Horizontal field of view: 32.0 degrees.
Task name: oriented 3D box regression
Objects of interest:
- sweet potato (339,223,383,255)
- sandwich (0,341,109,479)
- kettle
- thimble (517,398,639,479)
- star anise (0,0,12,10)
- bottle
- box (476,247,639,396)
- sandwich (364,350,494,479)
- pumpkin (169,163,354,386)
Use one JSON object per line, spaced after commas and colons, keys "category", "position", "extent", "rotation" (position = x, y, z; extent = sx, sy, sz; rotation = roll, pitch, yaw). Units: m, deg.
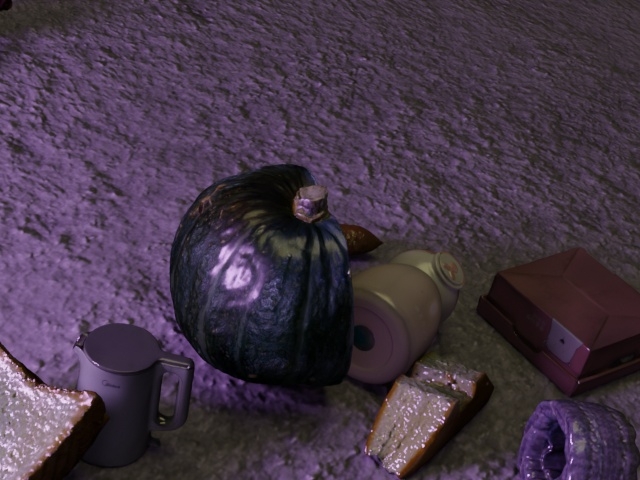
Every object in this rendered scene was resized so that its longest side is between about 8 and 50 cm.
{"category": "sweet potato", "position": [0.000, 0.000, 1.740], "extent": [0.206, 0.060, 0.068], "rotation": [-4, 2, -9]}
{"category": "sandwich", "position": [-0.366, 0.196, 1.225], "extent": [0.215, 0.065, 0.186], "rotation": [33, 68, 23]}
{"category": "kettle", "position": [-0.228, 0.183, 1.293], "extent": [0.127, 0.148, 0.098], "rotation": [32, 36, 23]}
{"category": "thimble", "position": [0.317, 0.270, 1.381], "extent": [0.098, 0.150, 0.150], "rotation": [10, 33, -16]}
{"category": "star anise", "position": [-0.657, -0.387, 1.990], "extent": [0.237, 0.148, 0.346], "rotation": [-9, 37, 4]}
{"category": "bottle", "position": [0.115, 0.089, 1.570], "extent": [0.148, 0.147, 0.236], "rotation": [29, 34, 20]}
{"category": "box", "position": [0.389, 0.115, 1.693], "extent": [0.215, 0.086, 0.215], "rotation": [-12, 43, -36]}
{"category": "sandwich", "position": [0.149, 0.208, 1.458], "extent": [0.090, 0.088, 0.244], "rotation": [27, 35, 24]}
{"category": "pumpkin", "position": [-0.091, 0.048, 1.449], "extent": [0.197, 0.263, 0.293], "rotation": [-6, 36, -22]}
